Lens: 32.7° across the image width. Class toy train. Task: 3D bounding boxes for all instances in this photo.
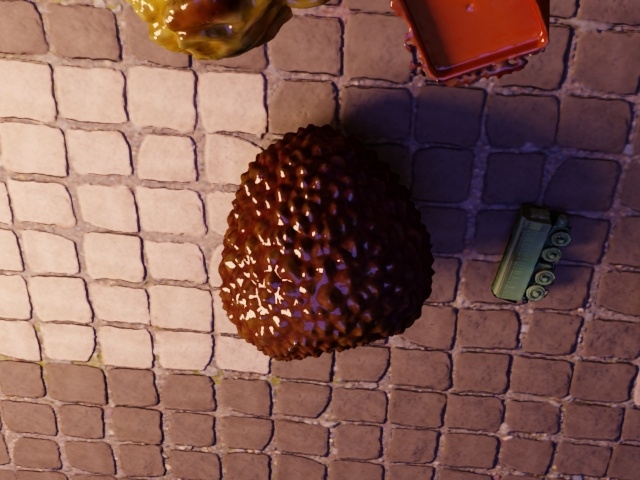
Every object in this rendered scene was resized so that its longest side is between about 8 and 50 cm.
[{"bbox_3d":[0.262,0.021,1.352,0.071,0.038,0.147,12,130,0],"label":"toy train"}]

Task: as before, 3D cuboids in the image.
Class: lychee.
[{"bbox_3d":[0.000,0.000,1.245,0.272,0.271,0.271,3,130,4],"label":"lychee"}]

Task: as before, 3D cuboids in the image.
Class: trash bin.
[{"bbox_3d":[0.123,-0.258,1.006,0.185,0.238,0.161,-15,126,19],"label":"trash bin"}]

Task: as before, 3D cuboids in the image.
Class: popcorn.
[{"bbox_3d":[-0.101,-0.273,1.072,0.189,0.218,0.169,-29,77,8],"label":"popcorn"}]
